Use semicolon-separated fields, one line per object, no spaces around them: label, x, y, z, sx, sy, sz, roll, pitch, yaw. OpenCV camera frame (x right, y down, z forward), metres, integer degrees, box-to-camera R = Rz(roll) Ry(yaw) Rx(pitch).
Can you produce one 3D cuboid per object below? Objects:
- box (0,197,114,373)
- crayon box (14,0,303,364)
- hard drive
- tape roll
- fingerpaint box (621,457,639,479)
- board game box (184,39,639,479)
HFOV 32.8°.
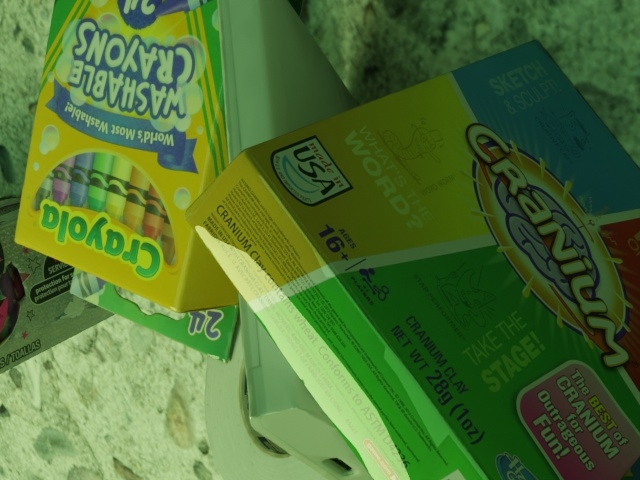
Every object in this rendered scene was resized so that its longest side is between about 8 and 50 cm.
box;-0.359;0.053;1.086;0.163;0.247;0.142;0;110;40
crayon box;-0.143;-0.076;0.900;0.203;0.083;0.323;19;103;33
hard drive;0.000;0.000;0.708;0.040;0.203;0.308;-18;58;17
tape roll;-0.004;0.117;0.876;0.219;0.072;0.219;-13;73;49
fingerpaint box;0.207;0.341;0.659;0.163;0.371;0.445;-37;83;43
board game box;0.108;0.018;0.634;0.242;0.316;0.064;53;131;8
